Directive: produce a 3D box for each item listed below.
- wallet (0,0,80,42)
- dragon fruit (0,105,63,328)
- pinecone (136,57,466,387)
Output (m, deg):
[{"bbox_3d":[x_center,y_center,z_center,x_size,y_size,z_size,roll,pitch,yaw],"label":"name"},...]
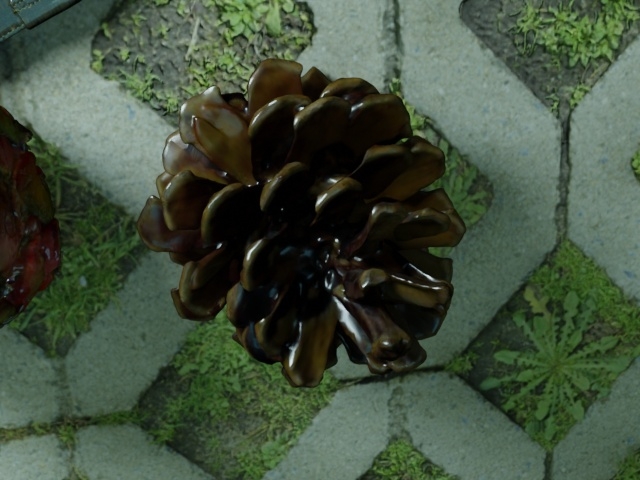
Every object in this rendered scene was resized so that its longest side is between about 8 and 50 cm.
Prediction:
[{"bbox_3d":[-0.329,-0.311,1.390,0.317,0.044,0.169,-30,115,2],"label":"wallet"},{"bbox_3d":[-0.421,0.003,1.416,0.296,0.314,0.263,-3,155,25],"label":"dragon fruit"},{"bbox_3d":[0.000,0.000,1.448,0.384,0.384,0.384,-5,118,-10],"label":"pinecone"}]
